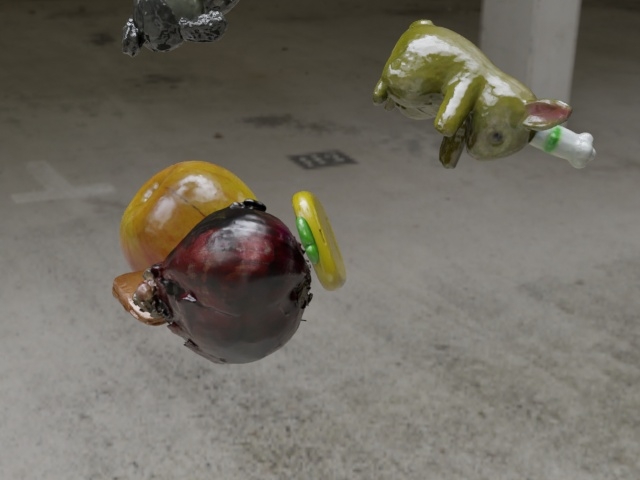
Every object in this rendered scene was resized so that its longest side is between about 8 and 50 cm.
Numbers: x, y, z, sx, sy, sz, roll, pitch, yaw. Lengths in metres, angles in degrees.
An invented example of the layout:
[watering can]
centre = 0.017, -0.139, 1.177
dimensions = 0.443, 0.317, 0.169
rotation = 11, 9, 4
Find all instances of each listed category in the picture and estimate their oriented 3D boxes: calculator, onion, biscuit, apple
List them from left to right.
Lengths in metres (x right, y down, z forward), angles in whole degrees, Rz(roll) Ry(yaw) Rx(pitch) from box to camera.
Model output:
[biscuit]
centre = -0.245, 0.103, 1.653
dimensions = 0.192, 0.036, 0.186
rotation = -11, 40, -35
[apple]
centre = -0.254, -0.022, 1.855
dimensions = 0.233, 0.286, 0.286
rotation = 41, 15, -20
[onion]
centre = -0.124, 0.061, 1.412
dimensions = 0.281, 0.281, 0.221
rotation = 3, 63, 6
[calculator]
centre = 0.000, 0.000, 1.339
dimensions = 0.032, 0.146, 0.235
rotation = -20, -2, 6

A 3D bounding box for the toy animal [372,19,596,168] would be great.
[toy animal]
centre = 0.254, -0.199, 1.527
dimensions = 0.363, 0.180, 0.181
rotation = 37, 1, 15

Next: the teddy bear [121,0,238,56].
[teddy bear]
centre = -0.214, -0.398, 1.547
dimensions = 0.171, 0.144, 0.251
rotation = 11, 43, 15
